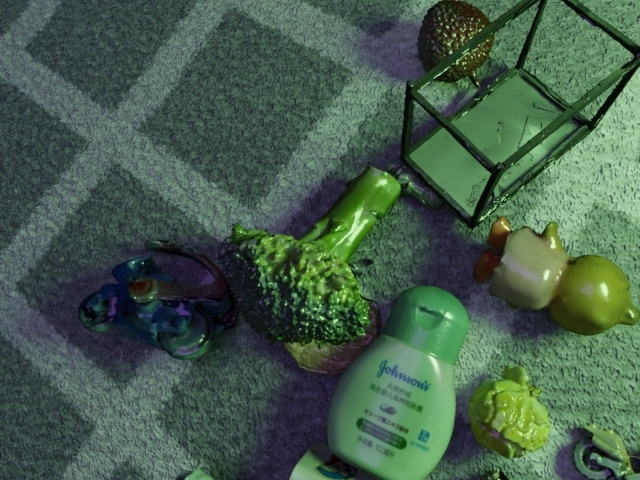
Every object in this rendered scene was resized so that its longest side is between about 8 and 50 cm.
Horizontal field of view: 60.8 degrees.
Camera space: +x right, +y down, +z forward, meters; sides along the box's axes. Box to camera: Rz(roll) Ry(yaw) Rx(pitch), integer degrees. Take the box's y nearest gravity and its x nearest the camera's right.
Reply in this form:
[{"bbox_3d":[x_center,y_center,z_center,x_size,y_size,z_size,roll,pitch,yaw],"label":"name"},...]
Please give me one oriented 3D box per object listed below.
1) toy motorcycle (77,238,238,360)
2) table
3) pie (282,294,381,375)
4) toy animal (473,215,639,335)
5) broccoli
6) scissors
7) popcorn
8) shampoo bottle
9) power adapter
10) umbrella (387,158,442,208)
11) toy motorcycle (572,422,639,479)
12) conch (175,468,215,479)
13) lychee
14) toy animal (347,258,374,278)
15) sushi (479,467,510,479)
[{"bbox_3d":[-0.334,0.129,1.178,0.319,0.241,0.182,15,120,15],"label":"toy motorcycle"},{"bbox_3d":[0.344,-0.238,0.993,0.335,0.272,0.222,-39,71,-7],"label":"table"},{"bbox_3d":[0.011,0.181,1.111,0.218,0.052,0.185,16,78,17],"label":"pie"},{"bbox_3d":[0.423,0.071,0.975,0.281,0.169,0.195,22,124,14],"label":"toy animal"},{"bbox_3d":[0.011,0.029,1.029,0.397,0.275,0.353,-19,59,-6],"label":"broccoli"},{"bbox_3d":[0.281,-0.241,1.169,0.101,0.027,0.204,35,88,19],"label":"scissors"},{"bbox_3d":[0.328,0.304,0.950,0.162,0.135,0.141,-55,48,8],"label":"popcorn"},{"bbox_3d":[0.158,0.250,1.001,0.222,0.151,0.349,22,81,17],"label":"shampoo bottle"},{"bbox_3d":[0.049,0.471,0.970,0.205,0.130,0.125,21,105,18],"label":"power adapter"},{"bbox_3d":[0.198,-0.120,1.140,0.143,0.062,0.067,40,108,16],"label":"umbrella"},{"bbox_3d":[0.548,0.365,0.905,0.229,0.094,0.130,13,74,31],"label":"toy motorcycle"},{"bbox_3d":[-0.180,0.607,0.970,0.249,0.197,0.368,-10,67,46],"label":"conch"},{"bbox_3d":[0.287,-0.409,1.149,0.165,0.165,0.197,-39,108,2],"label":"lychee"},{"bbox_3d":[0.068,0.058,1.141,0.084,0.028,0.050,-40,78,0],"label":"toy animal"},{"bbox_3d":[0.279,0.469,0.942,0.078,0.090,0.150,42,87,17],"label":"sushi"}]
